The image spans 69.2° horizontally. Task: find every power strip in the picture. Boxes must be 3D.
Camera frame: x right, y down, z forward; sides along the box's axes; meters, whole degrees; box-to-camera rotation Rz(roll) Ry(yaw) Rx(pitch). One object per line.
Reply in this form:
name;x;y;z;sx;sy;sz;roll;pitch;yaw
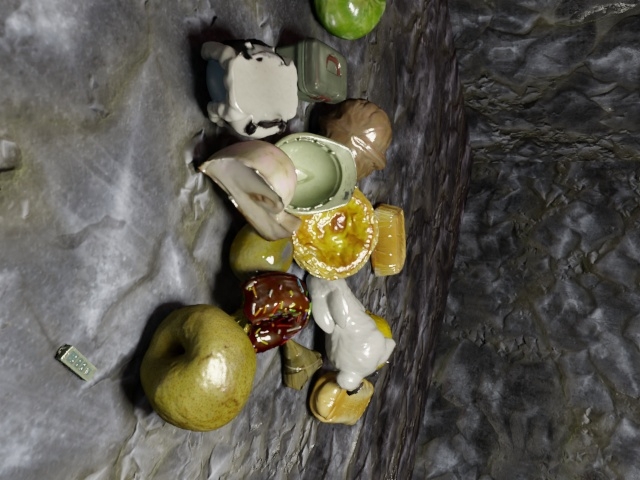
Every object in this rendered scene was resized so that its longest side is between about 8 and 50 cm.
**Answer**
power strip;-0.395;0.201;0.756;0.027;0.017;0.083;-60;142;-36

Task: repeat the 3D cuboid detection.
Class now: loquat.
loquat;-0.132;0.023;1.096;0.195;0.152;0.152;-71;150;-44

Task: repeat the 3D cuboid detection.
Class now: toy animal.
toy animal;-0.160;-0.319;0.980;0.208;0.156;0.204;-21;115;-51
toy animal;0.065;0.251;1.411;0.357;0.194;0.258;58;29;-16

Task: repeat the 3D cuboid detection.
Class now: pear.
pear;-0.225;0.247;0.898;0.211;0.188;0.228;53;46;-48

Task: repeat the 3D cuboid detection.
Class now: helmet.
helmet;-0.050;-0.169;1.201;0.258;0.137;0.204;2;96;-25

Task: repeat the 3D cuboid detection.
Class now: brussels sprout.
brussels sprout;0.078;-0.704;1.331;0.244;0.244;0.244;-15;107;-61

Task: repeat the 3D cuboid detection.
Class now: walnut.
walnut;0.093;-0.292;1.380;0.273;0.273;0.227;-16;79;-61

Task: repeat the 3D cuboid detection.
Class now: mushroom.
mushroom;-0.100;-0.139;0.988;0.236;0.162;0.173;48;55;-16

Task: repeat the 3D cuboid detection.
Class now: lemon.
lemon;0.161;0.362;1.645;0.192;0.192;0.231;39;53;-58

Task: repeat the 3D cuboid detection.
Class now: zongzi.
zongzi;-0.055;0.325;1.359;0.160;0.078;0.176;-35;121;-62

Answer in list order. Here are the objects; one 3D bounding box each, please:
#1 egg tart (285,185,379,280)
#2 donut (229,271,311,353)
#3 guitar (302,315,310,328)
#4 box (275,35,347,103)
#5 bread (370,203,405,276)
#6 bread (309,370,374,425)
egg tart;0.027;-0.033;1.342;0.116;0.295;0.294;-160;-108;-78
donut;-0.121;0.176;1.056;0.230;0.096;0.216;-48;142;18
guitar;-0.115;0.216;1.264;0.271;0.038;0.083;0;90;-58
box;-0.021;-0.449;1.248;0.210;0.129;0.148;-10;102;-61
bread;0.270;-0.003;1.876;0.152;0.119;0.288;-41;130;-57
bread;0.066;0.519;1.550;0.173;0.121;0.311;-58;145;-7
